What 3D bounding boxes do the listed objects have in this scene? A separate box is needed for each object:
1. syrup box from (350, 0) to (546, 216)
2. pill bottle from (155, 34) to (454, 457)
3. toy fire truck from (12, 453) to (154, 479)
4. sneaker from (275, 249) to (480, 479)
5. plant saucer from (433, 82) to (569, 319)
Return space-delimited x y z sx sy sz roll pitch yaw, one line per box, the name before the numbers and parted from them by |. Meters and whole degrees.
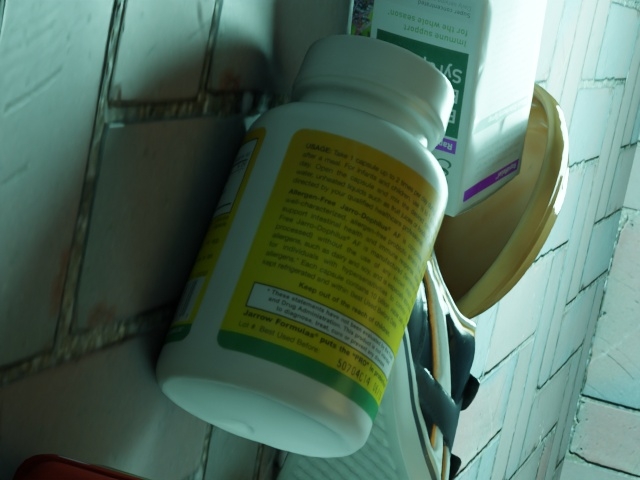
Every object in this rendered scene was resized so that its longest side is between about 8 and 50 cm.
syrup box | 0.083 -0.145 1.044 0.096 0.093 0.237 -29 133 -52
pill bottle | 0.000 0.000 0.875 0.117 0.118 0.208 68 39 -64
toy fire truck | -0.126 0.187 0.610 0.246 0.158 0.217 70 37 -80
sneaker | 0.042 0.116 1.099 0.127 0.126 0.321 -51 150 -44
plant saucer | 0.114 -0.020 1.175 0.200 0.037 0.200 -47 -155 30
